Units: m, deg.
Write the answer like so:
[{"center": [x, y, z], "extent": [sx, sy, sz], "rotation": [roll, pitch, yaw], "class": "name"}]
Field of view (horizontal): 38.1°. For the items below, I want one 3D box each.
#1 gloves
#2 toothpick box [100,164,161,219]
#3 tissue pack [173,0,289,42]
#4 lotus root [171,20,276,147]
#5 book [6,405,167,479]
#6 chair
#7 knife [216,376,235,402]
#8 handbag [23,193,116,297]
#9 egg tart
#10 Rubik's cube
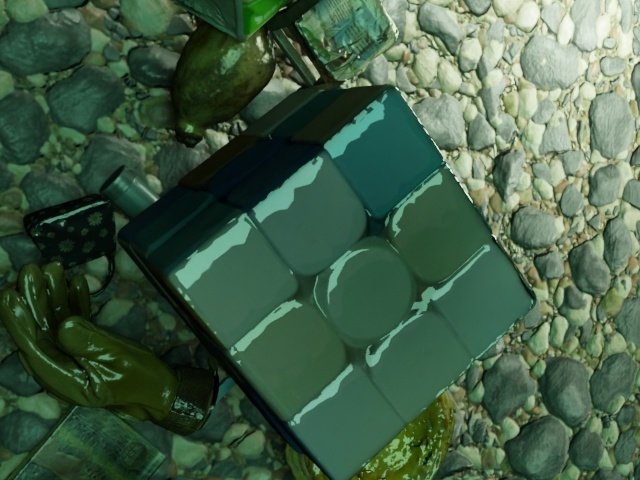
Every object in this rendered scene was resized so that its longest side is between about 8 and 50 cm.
[{"center": [-0.289, 0.158, 1.224], "extent": [0.331, 0.154, 0.141], "rotation": [34, 106, -26], "class": "gloves"}, {"center": [-0.259, -0.059, 1.290], "extent": [0.083, 0.052, 0.052], "rotation": [44, 74, -22], "class": "toothpick box"}, {"center": [-0.033, -0.497, 1.152], "extent": [0.205, 0.332, 0.405], "rotation": [37, 71, 16], "class": "tissue pack"}, {"center": [-0.143, -0.230, 1.294], "extent": [0.138, 0.138, 0.214], "rotation": [36, 83, -23], "class": "lotus root"}, {"center": [-0.344, 0.343, 1.284], "extent": [0.160, 0.024, 0.228], "rotation": [47, 73, -22], "class": "book"}, {"center": [0.032, -0.306, 1.299], "extent": [0.136, 0.270, 0.147], "rotation": [-44, 109, -19], "class": "chair"}, {"center": [-0.163, 0.238, 1.374], "extent": [0.096, 0.010, 0.027], "rotation": [-45, 109, -20], "class": "knife"}, {"center": [-0.329, 0.014, 1.260], "extent": [0.115, 0.072, 0.139], "rotation": [-21, 114, -22], "class": "handbag"}, {"center": [0.072, 0.288, 1.440], "extent": [0.291, 0.107, 0.290], "rotation": [-3, 98, -23], "class": "egg tart"}, {"center": [-0.006, 0.036, 1.192], "extent": [0.346, 0.344, 0.347], "rotation": [-39, 108, -13], "class": "Rubik's cube"}]
